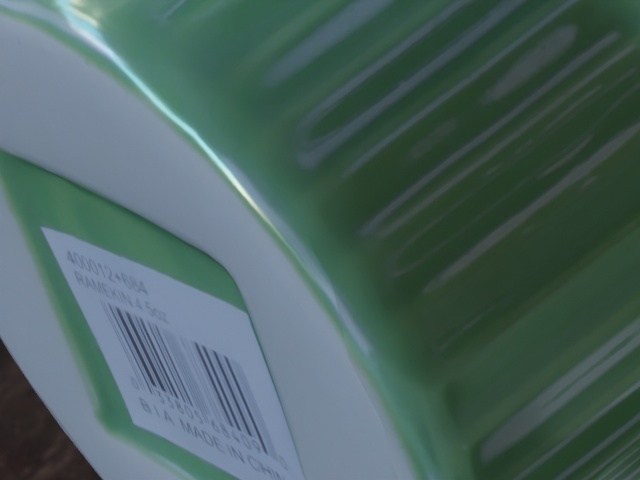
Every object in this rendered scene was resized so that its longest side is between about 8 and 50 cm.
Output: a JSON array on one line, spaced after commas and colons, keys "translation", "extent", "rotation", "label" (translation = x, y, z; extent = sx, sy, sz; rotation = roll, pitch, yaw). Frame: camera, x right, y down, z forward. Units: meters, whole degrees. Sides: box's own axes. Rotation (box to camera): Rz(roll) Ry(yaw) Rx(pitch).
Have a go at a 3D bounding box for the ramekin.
[{"translation": [0.000, 0.000, 0.571], "extent": [0.148, 0.303, 0.303], "rotation": [-37, -5, -26], "label": "ramekin"}]
